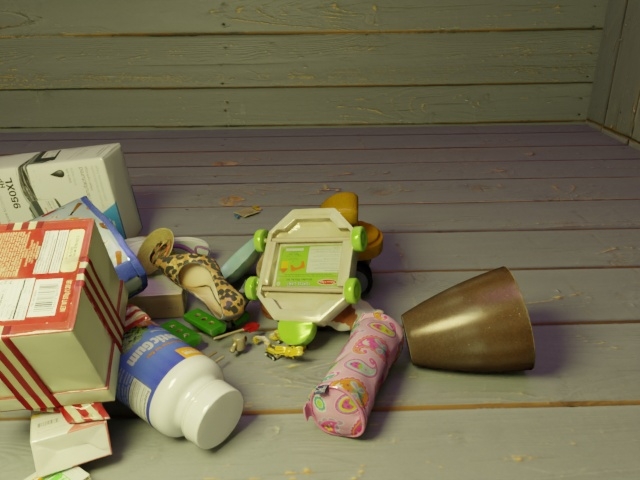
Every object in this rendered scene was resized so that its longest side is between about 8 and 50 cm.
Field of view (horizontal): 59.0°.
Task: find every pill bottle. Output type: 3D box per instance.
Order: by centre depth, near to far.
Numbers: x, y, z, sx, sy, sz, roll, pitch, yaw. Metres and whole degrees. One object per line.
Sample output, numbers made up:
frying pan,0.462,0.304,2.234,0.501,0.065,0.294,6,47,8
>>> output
pill bottle,-0.274,0.258,1.028,0.272,0.152,0.152,22,32,31

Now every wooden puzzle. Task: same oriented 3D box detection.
wooden puzzle,-0.260,-0.099,2.004,0.116,0.014,0.079,-18,25,-34

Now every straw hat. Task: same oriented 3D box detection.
straw hat,-0.409,0.040,1.466,0.144,0.144,0.061,27,-6,46

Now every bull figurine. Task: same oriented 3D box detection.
bull figurine,-0.001,0.122,1.328,0.311,0.188,0.101,2,-15,22

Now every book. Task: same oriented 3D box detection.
book,-0.443,0.402,0.875,0.096,0.035,0.144,11,27,37

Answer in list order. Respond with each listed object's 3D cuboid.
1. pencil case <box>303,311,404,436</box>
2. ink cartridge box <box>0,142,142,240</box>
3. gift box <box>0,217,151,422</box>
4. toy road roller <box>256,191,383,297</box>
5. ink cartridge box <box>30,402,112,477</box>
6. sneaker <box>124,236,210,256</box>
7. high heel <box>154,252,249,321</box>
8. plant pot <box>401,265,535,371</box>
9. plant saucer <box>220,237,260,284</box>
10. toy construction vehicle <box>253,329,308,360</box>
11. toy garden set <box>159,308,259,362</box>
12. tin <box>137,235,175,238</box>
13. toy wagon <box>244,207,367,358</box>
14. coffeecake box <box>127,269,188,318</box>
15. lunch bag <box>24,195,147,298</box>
pencil case,0.072,0.251,1.091,0.124,0.124,0.284,10,27,22
ink cartridge box,-0.770,-0.111,1.671,0.395,0.285,0.166,-6,25,3
gift box,-0.439,0.139,0.920,0.277,0.258,0.255,0,50,-3
toy road roller,0.000,0.000,1.499,0.330,0.240,0.202,1,24,4
ink cartridge box,-0.438,0.317,0.988,0.115,0.067,0.198,-11,14,-24
sneaker,-0.468,0.026,1.589,0.305,0.114,0.152,-8,33,-17
high heel,-0.287,0.105,1.305,0.261,0.093,0.186,18,18,3
plant pot,0.291,0.182,1.169,0.231,0.215,0.215,-12,24,5
plant saucer,-0.215,0.065,1.518,0.195,0.037,0.195,-41,15,14
toy construction vehicle,-0.089,0.224,1.253,0.086,0.035,0.098,-22,32,-40
toy garden set,-0.253,0.223,1.249,0.204,0.049,0.244,19,30,40
tin,-0.508,0.023,1.710,0.190,0.040,0.106,2,28,8
toy wagon,-0.037,0.092,1.257,0.267,0.344,0.068,-1,-21,25
coffeecake box,-0.414,0.123,1.443,0.143,0.068,0.185,-3,24,-6
lunch bag,-0.584,0.091,1.253,0.328,0.238,0.385,-33,29,-23
